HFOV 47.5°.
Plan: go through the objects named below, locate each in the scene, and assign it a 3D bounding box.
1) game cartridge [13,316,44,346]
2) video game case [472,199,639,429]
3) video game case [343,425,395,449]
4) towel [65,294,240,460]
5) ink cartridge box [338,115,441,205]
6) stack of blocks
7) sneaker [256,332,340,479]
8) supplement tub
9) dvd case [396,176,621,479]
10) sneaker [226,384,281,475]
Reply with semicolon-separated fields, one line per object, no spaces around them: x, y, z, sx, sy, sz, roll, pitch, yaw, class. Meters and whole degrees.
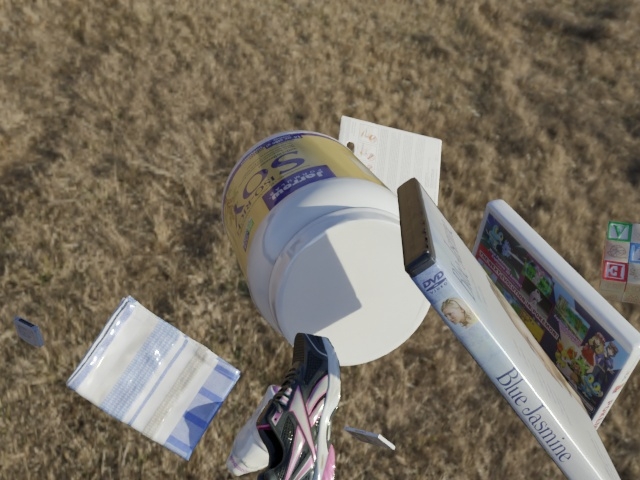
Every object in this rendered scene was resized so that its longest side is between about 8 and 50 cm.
-0.642;0.203;1.603;0.083;0.056;0.017;18;33;31;game cartridge
0.208;0.089;0.711;0.023;0.183;0.201;-15;47;-22;video game case
0.134;0.541;1.991;0.122;0.087;0.011;1;57;42;video game case
-0.321;0.267;1.419;0.285;0.034;0.209;35;71;-8;towel
0.134;-0.143;1.490;0.225;0.056;0.180;11;72;-11;ink cartridge box
0.686;0.038;1.358;0.297;0.087;0.171;7;63;19;stack of blocks
-0.027;0.176;0.748;0.077;0.072;0.178;12;59;-21;sneaker
0.000;0.000;1.019;0.241;0.241;0.331;-2;24;-16;supplement tub
0.138;0.076;0.532;0.253;0.022;0.180;51;16;-13;dvd case
-0.119;0.392;1.508;0.114;0.152;0.305;46;8;7;sneaker
